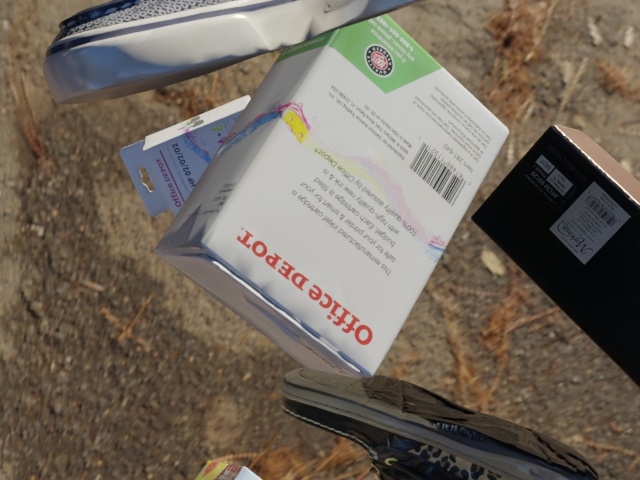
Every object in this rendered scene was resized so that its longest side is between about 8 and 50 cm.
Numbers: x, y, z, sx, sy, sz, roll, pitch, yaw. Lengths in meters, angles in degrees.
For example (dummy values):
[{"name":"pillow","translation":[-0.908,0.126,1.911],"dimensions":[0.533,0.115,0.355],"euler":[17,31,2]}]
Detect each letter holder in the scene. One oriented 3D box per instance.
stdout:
[{"name":"letter holder","translation":[0.367,0.020,1.470],"dimensions":[0.302,0.152,0.214],"euler":[47,23,20]}]

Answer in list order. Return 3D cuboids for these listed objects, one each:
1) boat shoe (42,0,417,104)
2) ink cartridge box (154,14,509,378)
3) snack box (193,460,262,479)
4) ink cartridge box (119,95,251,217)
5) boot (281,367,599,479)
[{"name":"boat shoe","translation":[-0.042,-0.198,0.775],"dimensions":[0.340,0.127,0.158],"euler":[-25,101,-38]},{"name":"ink cartridge box","translation":[0.013,-0.045,1.107],"dimensions":[0.201,0.117,0.278],"euler":[39,70,-23]},{"name":"snack box","translation":[-0.129,0.327,1.323],"dimensions":[0.070,0.207,0.174],"euler":[39,75,-6]},{"name":"ink cartridge box","translation":[-0.151,-0.095,1.536],"dimensions":[0.181,0.061,0.104],"euler":[-22,111,4]},{"name":"boot","translation":[0.104,0.324,1.444],"dimensions":[0.377,0.138,0.284],"euler":[18,102,8]}]
